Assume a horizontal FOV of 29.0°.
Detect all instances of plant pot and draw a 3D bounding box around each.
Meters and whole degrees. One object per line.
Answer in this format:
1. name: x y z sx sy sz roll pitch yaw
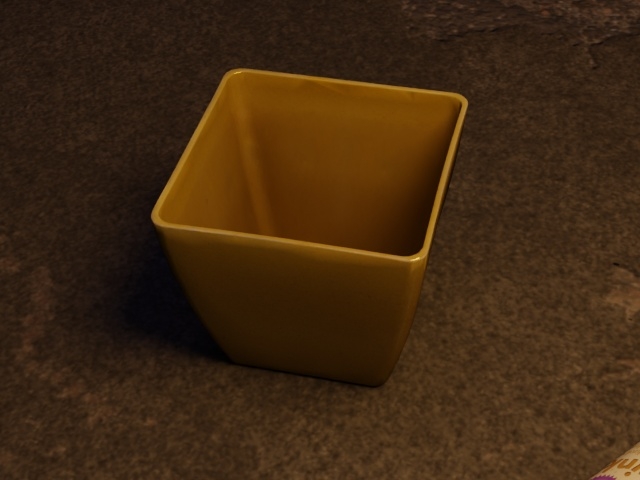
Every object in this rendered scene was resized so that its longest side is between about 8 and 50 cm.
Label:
1. plant pot: 0.000 0.000 1.045 0.212 0.187 0.212 8 44 11

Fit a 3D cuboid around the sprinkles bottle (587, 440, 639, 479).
1. sprinkles bottle: 0.205 0.219 0.841 0.355 0.121 0.121 -28 48 -26
